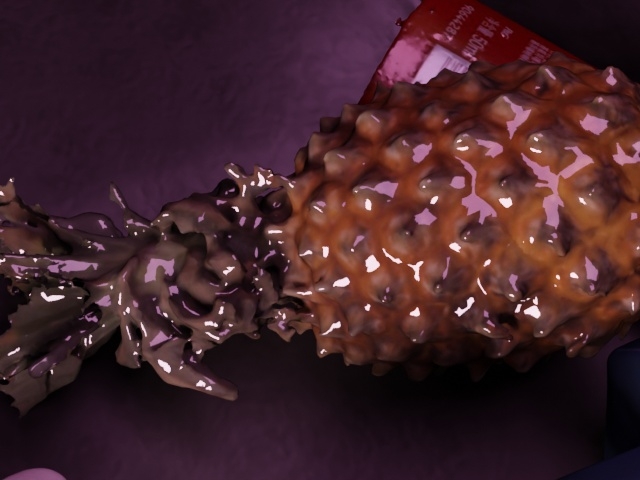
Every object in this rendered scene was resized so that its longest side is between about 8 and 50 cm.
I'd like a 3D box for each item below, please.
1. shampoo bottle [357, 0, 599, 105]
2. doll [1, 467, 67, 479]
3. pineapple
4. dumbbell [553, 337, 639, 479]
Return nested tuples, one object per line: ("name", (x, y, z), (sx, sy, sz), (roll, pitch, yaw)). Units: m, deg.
("shampoo bottle", (0.174, -0.036, 0.945), (0.314, 0.076, 0.118), (30, 56, 6))
("doll", (-0.218, 0.142, 0.750), (0.161, 0.059, 0.160), (32, 56, 7))
("pineapple", (0.000, 0.000, 0.833), (0.361, 0.175, 0.175), (-7, 58, 6))
("dumbbell", (0.109, 0.150, 0.773), (0.325, 0.160, 0.144), (-21, 34, -24))
